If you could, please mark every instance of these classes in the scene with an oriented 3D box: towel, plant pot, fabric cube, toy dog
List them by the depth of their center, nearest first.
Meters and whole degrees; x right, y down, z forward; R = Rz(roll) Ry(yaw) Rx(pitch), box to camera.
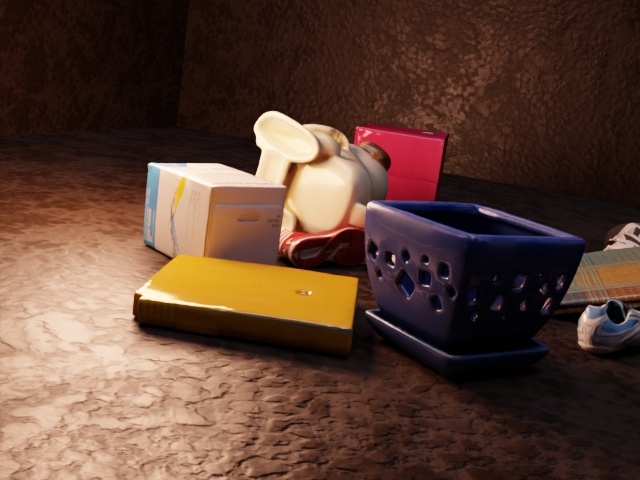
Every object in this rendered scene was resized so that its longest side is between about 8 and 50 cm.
[{"bbox_3d":[0.209,0.067,1.133,0.236,0.212,0.236,-1,15,-34],"label":"plant pot"},{"bbox_3d":[0.569,0.082,1.572,0.271,0.040,0.370,-8,10,15],"label":"towel"},{"bbox_3d":[0.035,-0.147,1.856,0.395,0.285,0.408,13,11,19],"label":"toy dog"},{"bbox_3d":[0.234,-0.209,2.307,0.258,0.259,0.254,11,13,11],"label":"fabric cube"}]

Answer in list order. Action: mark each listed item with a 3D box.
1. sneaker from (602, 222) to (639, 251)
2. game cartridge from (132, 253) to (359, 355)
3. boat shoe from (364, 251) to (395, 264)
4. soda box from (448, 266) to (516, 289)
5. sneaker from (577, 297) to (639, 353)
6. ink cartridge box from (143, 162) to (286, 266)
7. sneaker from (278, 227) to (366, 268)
[{"bbox_3d":[0.726,0.032,1.846,0.146,0.122,0.330,4,16,-1],"label":"sneaker"},{"bbox_3d":[-0.104,0.093,1.207,0.323,0.053,0.285,7,12,4],"label":"game cartridge"},{"bbox_3d":[0.151,0.050,1.562,0.137,0.049,0.043,16,17,42],"label":"boat shoe"},{"bbox_3d":[0.313,0.087,1.469,0.053,0.060,0.169,2,14,-31],"label":"soda box"},{"bbox_3d":[0.522,0.140,1.311,0.237,0.086,0.085,-1,14,-43],"label":"sneaker"},{"bbox_3d":[-0.208,-0.047,1.479,0.171,0.168,0.232,-3,17,-41],"label":"ink cartridge box"},{"bbox_3d":[0.000,0.000,1.605,0.221,0.087,0.128,0,16,-38],"label":"sneaker"}]
